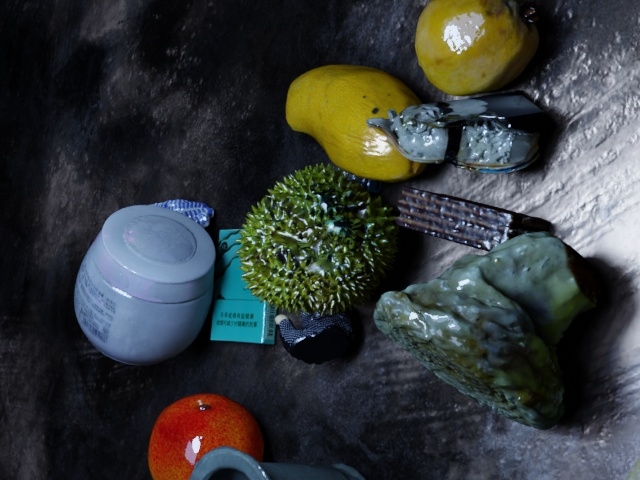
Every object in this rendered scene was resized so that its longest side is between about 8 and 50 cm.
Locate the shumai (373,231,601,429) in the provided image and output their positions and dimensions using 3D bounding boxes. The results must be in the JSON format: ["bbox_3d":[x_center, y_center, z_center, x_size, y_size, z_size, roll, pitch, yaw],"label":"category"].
[{"bbox_3d":[0.269,0.097,1.599,0.304,0.309,0.263,30,78,35],"label":"shumai"}]

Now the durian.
[{"bbox_3d":[0.001,-0.001,1.856,0.291,0.224,0.291,-2,85,21],"label":"durian"}]

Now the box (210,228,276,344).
[{"bbox_3d":[-0.147,0.090,2.140,0.161,0.042,0.226,-2,81,44],"label":"box"}]

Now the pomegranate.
[{"bbox_3d":[-0.217,0.416,2.040,0.221,0.220,0.257,29,113,44],"label":"pomegranate"}]

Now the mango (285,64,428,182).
[{"bbox_3d":[0.070,-0.218,1.909,0.187,0.144,0.359,-52,48,6],"label":"mango"}]

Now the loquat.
[{"bbox_3d":[0.251,-0.331,1.739,0.234,0.176,0.187,-17,87,45],"label":"loquat"}]

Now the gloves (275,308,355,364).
[{"bbox_3d":[-0.010,0.142,1.973,0.129,0.106,0.181,-52,23,24],"label":"gloves"}]

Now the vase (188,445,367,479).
[{"bbox_3d":[-0.050,0.467,1.800,0.245,0.291,0.245,-11,74,45],"label":"vase"}]

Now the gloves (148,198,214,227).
[{"bbox_3d":[-0.317,-0.030,2.307,0.229,0.097,0.119,-15,103,37],"label":"gloves"}]

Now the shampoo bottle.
[{"bbox_3d":[-0.349,0.090,2.164,0.273,0.273,0.266,56,135,35],"label":"shampoo bottle"}]

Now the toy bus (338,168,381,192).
[{"bbox_3d":[0.070,-0.111,1.961,0.083,0.046,0.038,14,93,43],"label":"toy bus"}]

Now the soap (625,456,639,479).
[{"bbox_3d":[0.555,0.320,1.343,0.281,0.143,0.259,43,110,46],"label":"soap"}]

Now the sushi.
[{"bbox_3d":[0.213,-0.158,1.719,0.134,0.272,0.109,-97,-1,-68],"label":"sushi"}]

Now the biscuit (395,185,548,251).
[{"bbox_3d":[0.237,-0.029,1.736,0.252,0.106,0.070,18,97,46],"label":"biscuit"}]
